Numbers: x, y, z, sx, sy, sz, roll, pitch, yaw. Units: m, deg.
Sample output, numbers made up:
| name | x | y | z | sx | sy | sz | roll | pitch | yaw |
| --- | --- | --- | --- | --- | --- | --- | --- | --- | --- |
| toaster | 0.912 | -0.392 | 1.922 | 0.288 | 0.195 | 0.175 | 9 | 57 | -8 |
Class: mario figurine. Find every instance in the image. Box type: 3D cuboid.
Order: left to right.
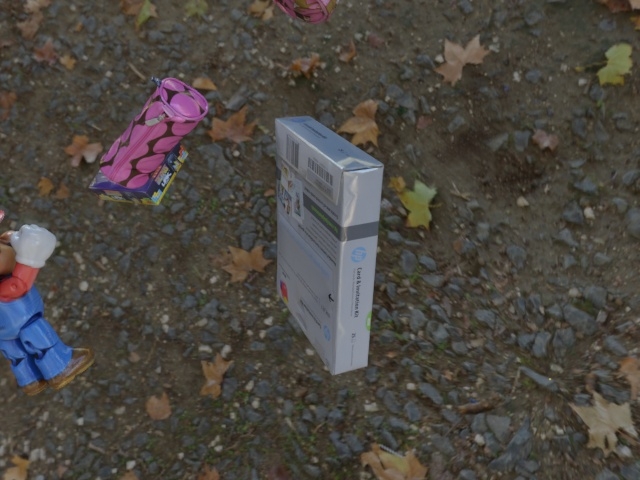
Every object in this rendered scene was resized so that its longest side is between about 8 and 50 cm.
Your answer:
| name | x | y | z | sx | sy | sz | roll | pitch | yaw |
| --- | --- | --- | --- | --- | --- | --- | --- | --- | --- |
| mario figurine | -0.475 | 0.073 | 0.901 | 0.198 | 0.170 | 0.320 | -27 | 109 | -8 |

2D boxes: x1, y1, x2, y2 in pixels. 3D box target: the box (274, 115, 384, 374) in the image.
| name | x | y | z | sx | sy | sz | roll | pitch | yaw |
| --- | --- | --- | --- | --- | --- | --- | --- | --- | --- |
| box | 0.000 | 0.000 | 0.503 | 0.145 | 0.038 | 0.186 | -133 | 40 | -55 |

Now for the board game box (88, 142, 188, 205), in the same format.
| name | x | y | z | sx | sy | sz | roll | pitch | yaw |
| --- | --- | --- | --- | --- | --- | --- | --- | --- | --- |
| board game box | -0.383 | -0.148 | 1.202 | 0.170 | 0.048 | 0.141 | 7 | 59 | 29 |

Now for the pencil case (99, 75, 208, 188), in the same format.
| name | x | y | z | sx | sy | sz | roll | pitch | yaw |
| --- | --- | --- | --- | --- | --- | --- | --- | --- | --- |
| pencil case | -0.271 | -0.163 | 0.905 | 0.209 | 0.095 | 0.098 | -39 | 25 | 35 |

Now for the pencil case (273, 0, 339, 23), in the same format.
| name | x | y | z | sx | sy | sz | roll | pitch | yaw |
| --- | --- | --- | --- | --- | --- | --- | --- | --- | --- |
| pencil case | 0.032 | -0.637 | 1.143 | 0.386 | 0.167 | 0.160 | -60 | 22 | -1 |
